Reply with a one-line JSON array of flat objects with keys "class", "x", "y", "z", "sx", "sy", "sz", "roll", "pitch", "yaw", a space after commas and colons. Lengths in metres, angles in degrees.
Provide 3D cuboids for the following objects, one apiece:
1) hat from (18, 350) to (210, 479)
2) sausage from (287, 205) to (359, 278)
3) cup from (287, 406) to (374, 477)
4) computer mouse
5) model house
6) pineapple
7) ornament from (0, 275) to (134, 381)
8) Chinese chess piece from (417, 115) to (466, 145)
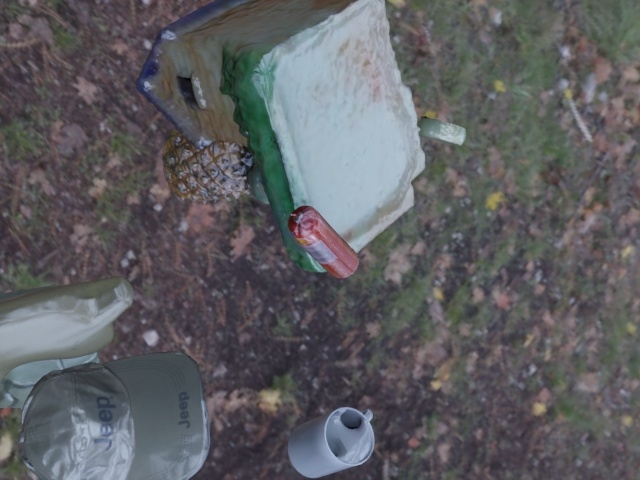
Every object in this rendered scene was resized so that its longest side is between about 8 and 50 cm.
[{"class": "hat", "x": -0.289, "y": 0.249, "z": 1.316, "sx": 0.244, "sy": 0.214, "sz": 0.149, "roll": -25, "pitch": 157, "yaw": 30}, {"class": "sausage", "x": 0.000, "y": 0.000, "z": 0.861, "sx": 0.034, "sy": 0.034, "sz": 0.129, "roll": -48, "pitch": 151, "yaw": -1}, {"class": "cup", "x": 0.032, "y": 0.346, "z": 1.626, "sx": 0.136, "sy": 0.099, "sz": 0.133, "roll": 1, "pitch": 157, "yaw": -34}, {"class": "computer mouse", "x": -0.497, "y": 0.187, "z": 1.602, "sx": 0.228, "sy": 0.429, "sz": 0.145, "roll": -21, "pitch": 112, "yaw": -27}, {"class": "model house", "x": -0.060, "y": -0.149, "z": 1.158, "sx": 0.245, "sy": 0.280, "sz": 0.312, "roll": -41, "pitch": 131, "yaw": -32}, {"class": "pineapple", "x": -0.135, "y": -0.141, "z": 1.686, "sx": 0.158, "sy": 0.278, "sz": 0.158, "roll": 2, "pitch": 90, "yaw": -68}, {"class": "ornament", "x": -0.242, "y": 0.079, "z": 0.534, "sx": 0.245, "sy": 0.061, "sz": 0.230, "roll": -32, "pitch": 159, "yaw": 34}, {"class": "Chinese chess piece", "x": 0.205, "y": -0.185, "z": 1.605, "sx": 0.084, "sy": 0.084, "sz": 0.034, "roll": 11, "pitch": 96, "yaw": -42}]
